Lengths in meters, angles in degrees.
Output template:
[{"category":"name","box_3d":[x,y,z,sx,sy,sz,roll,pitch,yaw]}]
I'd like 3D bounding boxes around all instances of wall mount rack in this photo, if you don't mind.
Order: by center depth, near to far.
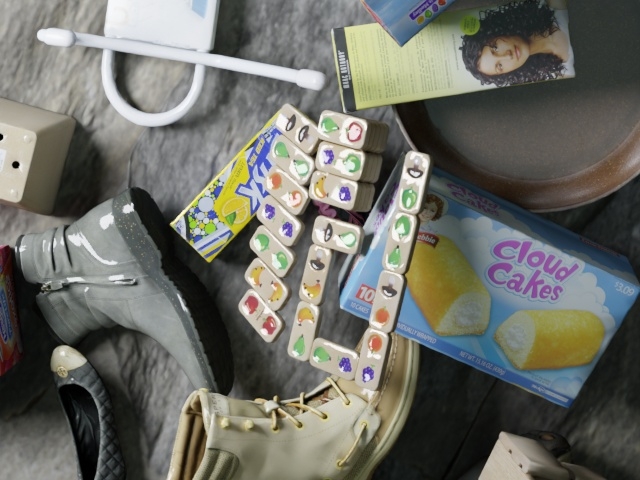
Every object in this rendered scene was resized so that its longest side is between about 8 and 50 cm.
[{"category":"wall mount rack","box_3d":[-0.115,-0.277,1.578,0.304,0.130,0.350,10,97,10]}]

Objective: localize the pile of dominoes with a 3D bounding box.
[{"category":"pile of dominoes","box_3d":[0.000,0.000,1.554,0.196,0.040,0.251,18,99,36]}]

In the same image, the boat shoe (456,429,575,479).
[{"category":"boat shoe","box_3d":[0.139,0.326,1.656,0.324,0.122,0.120,-32,100,5]}]

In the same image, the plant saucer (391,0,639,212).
[{"category":"plant saucer","box_3d":[0.220,-0.185,1.630,0.310,0.050,0.311,0,97,2]}]

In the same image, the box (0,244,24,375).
[{"category":"box","box_3d":[-0.448,0.083,1.645,0.256,0.122,0.128,-6,95,3]}]

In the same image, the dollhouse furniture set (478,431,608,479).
[{"category":"dollhouse furniture set","box_3d":[0.280,0.383,1.556,0.303,0.198,0.286,16,108,-23]}]

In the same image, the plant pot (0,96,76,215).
[{"category":"plant pot","box_3d":[-0.323,-0.086,1.636,0.109,0.096,0.109,16,97,-1]}]

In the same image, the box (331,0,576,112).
[{"category":"box","box_3d":[0.130,-0.185,1.581,0.232,0.058,0.087,-10,96,4]}]

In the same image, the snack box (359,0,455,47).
[{"category":"snack box","box_3d":[0.098,-0.293,1.541,0.174,0.207,0.070,-40,119,6]}]

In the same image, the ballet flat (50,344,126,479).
[{"category":"ballet flat","box_3d":[-0.246,0.192,1.676,0.057,0.049,0.173,-9,104,34]}]

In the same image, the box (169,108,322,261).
[{"category":"box","box_3d":[-0.075,-0.058,1.651,0.059,0.054,0.169,44,97,-3]}]

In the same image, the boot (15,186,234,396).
[{"category":"boot","box_3d":[-0.205,0.076,1.672,0.161,0.083,0.247,-26,95,17]}]

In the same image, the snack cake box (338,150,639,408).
[{"category":"snack cake box","box_3d":[0.167,0.040,1.603,0.264,0.089,0.152,24,110,-10]}]

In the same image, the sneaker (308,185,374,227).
[{"category":"sneaker","box_3d":[0.038,-0.018,1.660,0.057,0.047,0.119,-33,96,-6]}]

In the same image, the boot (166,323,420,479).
[{"category":"boot","box_3d":[-0.028,0.173,1.623,0.203,0.095,0.262,20,103,-27]}]
